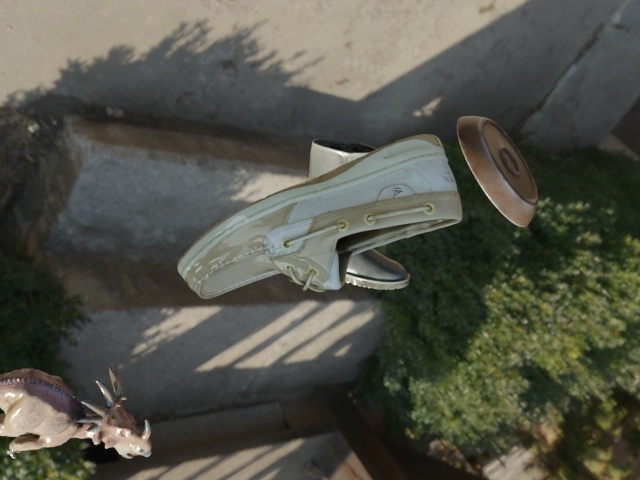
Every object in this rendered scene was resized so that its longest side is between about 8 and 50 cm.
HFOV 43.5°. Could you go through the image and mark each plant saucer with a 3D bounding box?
[{"bbox_3d":[0.240,-0.098,1.057,0.029,0.168,0.168,-31,154,28],"label":"plant saucer"}]

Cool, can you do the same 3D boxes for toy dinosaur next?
[{"bbox_3d":[-0.392,0.236,1.158,0.200,0.127,0.296,-17,151,26],"label":"toy dinosaur"}]

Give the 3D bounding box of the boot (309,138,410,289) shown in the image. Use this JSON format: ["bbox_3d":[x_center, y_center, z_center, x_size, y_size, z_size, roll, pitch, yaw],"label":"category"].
[{"bbox_3d":[0.062,-0.039,1.214,0.190,0.076,0.208,12,105,-1],"label":"boot"}]

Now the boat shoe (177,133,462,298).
[{"bbox_3d":[0.000,0.000,0.455,0.170,0.059,0.063,-26,165,10],"label":"boat shoe"}]
